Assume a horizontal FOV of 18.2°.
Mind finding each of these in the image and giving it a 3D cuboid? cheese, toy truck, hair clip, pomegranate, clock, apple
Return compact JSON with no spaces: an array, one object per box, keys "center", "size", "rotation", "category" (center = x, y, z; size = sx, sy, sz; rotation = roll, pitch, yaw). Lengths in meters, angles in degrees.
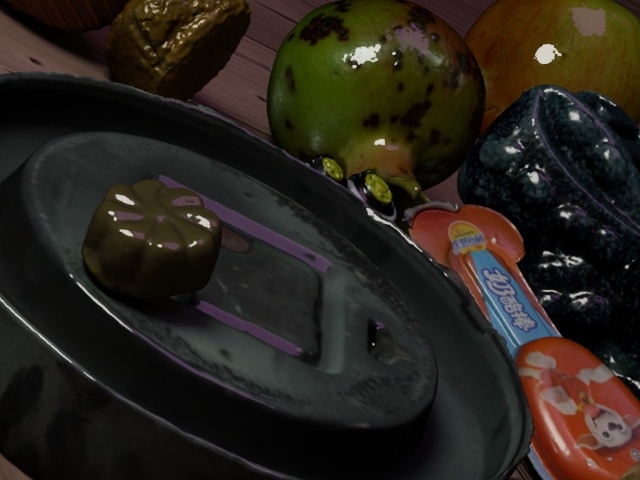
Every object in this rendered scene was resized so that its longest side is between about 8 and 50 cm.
[{"center":[0.135,0.073,1.195],"size":[0.106,0.037,0.256],"rotation":[-7,56,-39],"category":"cheese"},{"center":[0.000,0.000,1.197],"size":[0.111,0.076,0.077],"rotation":[17,43,-46],"category":"toy truck"},{"center":[0.232,0.032,1.306],"size":[0.310,0.206,0.194],"rotation":[22,9,23],"category":"hair clip"},{"center":[0.045,-0.087,1.396],"size":[0.156,0.156,0.220],"rotation":[27,21,-25],"category":"pomegranate"},{"center":[-0.051,0.033,0.914],"size":[0.313,0.061,0.312],"rotation":[26,24,-12],"category":"clock"},{"center":[0.230,-0.163,1.949],"size":[0.196,0.196,0.196],"rotation":[32,16,-10],"category":"apple"}]

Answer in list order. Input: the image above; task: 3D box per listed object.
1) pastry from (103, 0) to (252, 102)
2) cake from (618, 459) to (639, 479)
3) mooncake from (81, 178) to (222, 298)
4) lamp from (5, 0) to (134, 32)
[{"center":[-0.096,-0.137,1.344],"size":[0.057,0.097,0.109],"rotation":[43,5,11],"category":"pastry"},{"center":[0.265,0.147,0.830],"size":[0.321,0.332,0.332],"rotation":[16,24,-46],"category":"cake"},{"center":[-0.153,0.014,0.708],"size":[0.150,0.057,0.347],"rotation":[22,16,11],"category":"mooncake"},{"center":[-0.166,-0.206,1.340],"size":[0.136,0.136,0.136],"rotation":[32,16,-10],"category":"lamp"}]
